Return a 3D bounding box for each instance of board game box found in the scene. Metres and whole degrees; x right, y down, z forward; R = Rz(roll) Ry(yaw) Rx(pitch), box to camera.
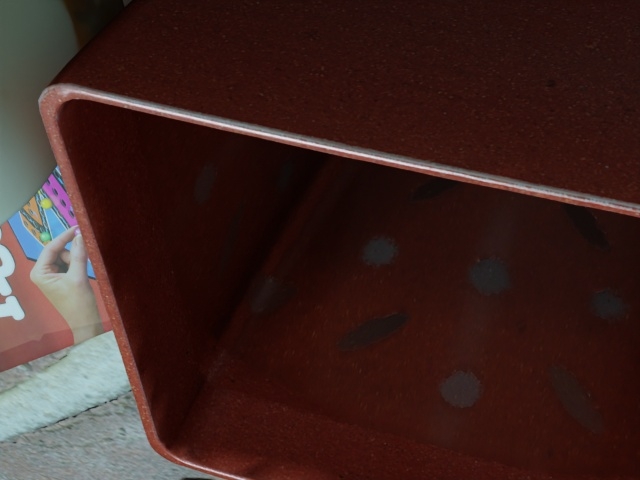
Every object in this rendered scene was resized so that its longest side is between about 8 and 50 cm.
[{"bbox_3d":[-0.191,-0.065,0.753,0.145,0.027,0.281,-21,110,7],"label":"board game box"}]

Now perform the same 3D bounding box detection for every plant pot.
[{"bbox_3d":[0.071,-0.030,0.608,0.267,0.235,0.267,13,143,15],"label":"plant pot"}]

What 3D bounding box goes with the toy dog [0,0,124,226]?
[{"bbox_3d":[-0.257,-0.161,0.530,0.395,0.284,0.408,-21,114,35],"label":"toy dog"}]
